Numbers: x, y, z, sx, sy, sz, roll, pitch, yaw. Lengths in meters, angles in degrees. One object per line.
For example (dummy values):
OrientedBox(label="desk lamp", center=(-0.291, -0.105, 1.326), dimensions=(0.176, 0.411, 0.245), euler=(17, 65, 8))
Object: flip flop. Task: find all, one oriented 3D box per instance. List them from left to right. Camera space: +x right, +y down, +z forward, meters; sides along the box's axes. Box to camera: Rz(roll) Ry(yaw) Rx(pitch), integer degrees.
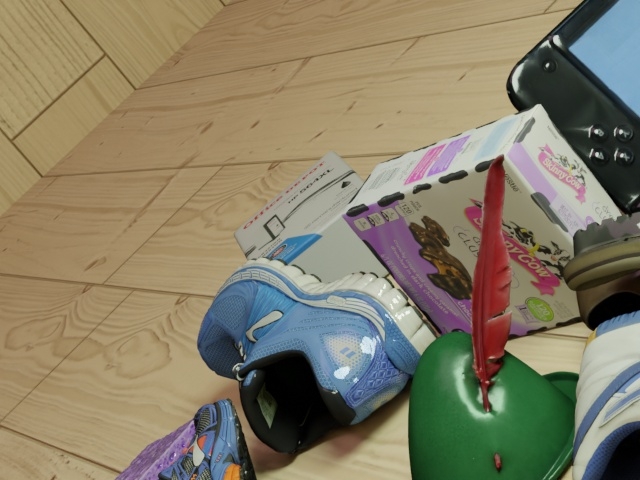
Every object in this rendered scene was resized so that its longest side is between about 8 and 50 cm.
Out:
OrientedBox(label="flip flop", center=(0.286, 0.030, 1.170), dimensions=(0.277, 0.080, 0.112), euler=(1, 5, 32))

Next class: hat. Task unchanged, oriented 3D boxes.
OrientedBox(label="hat", center=(0.084, 0.091, 1.302), dimensions=(0.173, 0.183, 0.208), euler=(-20, 26, 47))

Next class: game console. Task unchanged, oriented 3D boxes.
OrientedBox(label="game console", center=(0.339, -0.157, 1.434), dimensions=(0.293, 0.250, 0.173), euler=(-43, -9, -12))

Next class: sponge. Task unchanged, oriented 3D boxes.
OrientedBox(label="sponge", center=(-0.189, 0.250, 1.661), dimensions=(0.210, 0.031, 0.117), euler=(-46, 8, -36))

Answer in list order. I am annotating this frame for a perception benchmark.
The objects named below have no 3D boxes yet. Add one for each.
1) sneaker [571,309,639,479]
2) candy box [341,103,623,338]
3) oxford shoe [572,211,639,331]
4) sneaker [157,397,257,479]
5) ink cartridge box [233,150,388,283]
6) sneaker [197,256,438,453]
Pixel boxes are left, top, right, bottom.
OrientedBox(label="sneaker", center=(0.276, 0.097, 1.077), dimensions=(0.296, 0.112, 0.131), euler=(-27, 36, 47))
OrientedBox(label="candy box", center=(0.142, -0.005, 1.450), dimensions=(0.196, 0.165, 0.070), euler=(-19, 27, 48))
OrientedBox(label="oxford shoe", center=(0.285, 0.022, 1.276), dimensions=(0.227, 0.083, 0.096), euler=(-20, 52, 39))
OrientedBox(label="sneaker", center=(-0.103, 0.203, 1.534), dimensions=(0.087, 0.083, 0.221), euler=(-12, 19, 1))
OrientedBox(label="ink cartridge box", center=(0.000, 0.000, 1.853), dimensions=(0.148, 0.086, 0.203), euler=(-40, 18, 0))
OrientedBox(label="sneaker", center=(-0.036, 0.105, 1.604), dimensions=(0.147, 0.130, 0.330), euler=(-44, 18, -23))
